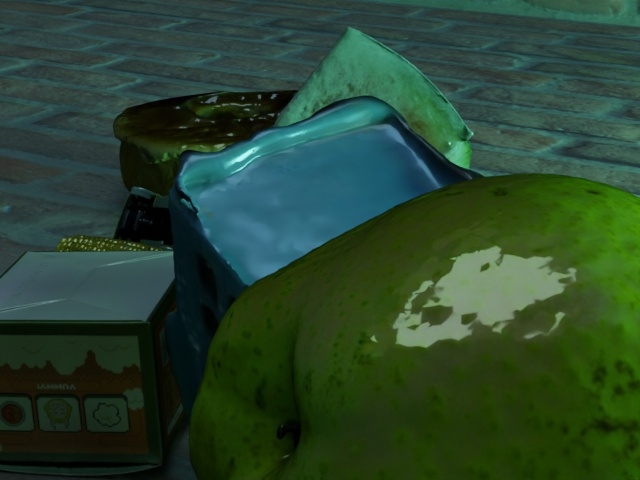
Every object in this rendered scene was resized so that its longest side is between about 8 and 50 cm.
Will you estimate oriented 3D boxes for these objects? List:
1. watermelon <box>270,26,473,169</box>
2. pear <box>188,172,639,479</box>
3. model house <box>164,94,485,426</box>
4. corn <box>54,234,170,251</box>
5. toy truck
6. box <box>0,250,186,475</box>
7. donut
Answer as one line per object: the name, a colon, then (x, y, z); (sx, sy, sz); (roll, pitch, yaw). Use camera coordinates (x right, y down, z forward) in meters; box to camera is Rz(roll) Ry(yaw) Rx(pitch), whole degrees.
watermelon: (-0.001, -0.031, 1.562); (0.228, 0.387, 0.258); (43, 52, 12)
pear: (0.104, 0.136, 0.914); (0.391, 0.391, 0.391); (0, 18, 0)
model house: (0.013, 0.074, 1.227); (0.237, 0.303, 0.215); (-20, 43, -28)
corn: (-0.196, 0.044, 1.627); (0.248, 0.081, 0.081); (12, 22, 34)
toy truck: (-0.150, -0.005, 1.720); (0.116, 0.085, 0.191); (27, -16, -39)
box: (-0.210, 0.106, 1.337); (0.177, 0.148, 0.195); (-1, 18, 8)
donut: (-0.114, -0.116, 2.002); (0.330, 0.160, 0.330); (-3, 24, 1)
